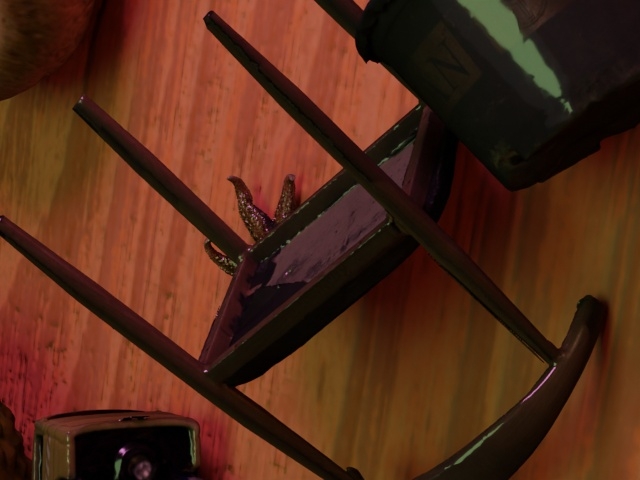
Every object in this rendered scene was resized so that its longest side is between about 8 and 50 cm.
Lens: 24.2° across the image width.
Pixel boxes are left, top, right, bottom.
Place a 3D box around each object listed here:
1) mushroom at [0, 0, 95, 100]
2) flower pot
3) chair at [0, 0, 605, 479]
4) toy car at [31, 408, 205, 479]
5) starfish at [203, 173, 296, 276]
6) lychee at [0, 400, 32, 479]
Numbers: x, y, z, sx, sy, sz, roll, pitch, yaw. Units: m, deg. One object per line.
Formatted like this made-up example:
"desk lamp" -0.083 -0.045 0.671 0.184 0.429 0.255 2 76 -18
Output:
"mushroom" -0.245 -0.226 1.035 0.278 0.146 0.278 19 116 45
"flower pot" 0.107 -0.095 0.698 0.157 0.157 0.107 -42 73 36
"chair" 0.000 0.000 0.782 0.188 0.166 0.272 -39 106 25
"toy car" -0.133 0.236 0.959 0.124 0.101 0.257 1 91 63
"starfish" -0.033 -0.003 0.910 0.078 0.028 0.091 -45 60 20
"lychee" -0.314 0.210 1.028 0.270 0.270 0.320 11 79 43
